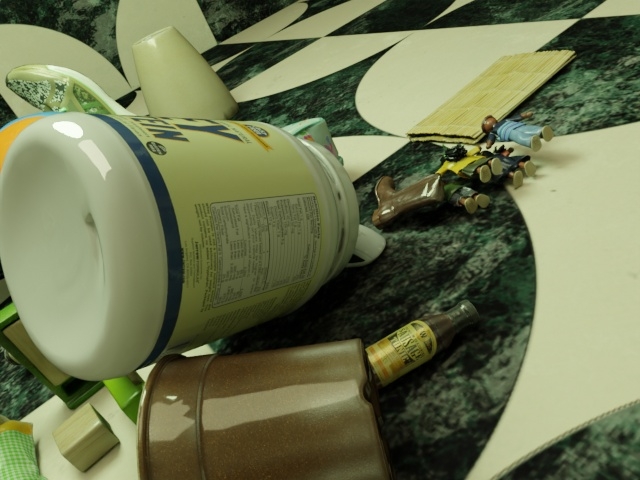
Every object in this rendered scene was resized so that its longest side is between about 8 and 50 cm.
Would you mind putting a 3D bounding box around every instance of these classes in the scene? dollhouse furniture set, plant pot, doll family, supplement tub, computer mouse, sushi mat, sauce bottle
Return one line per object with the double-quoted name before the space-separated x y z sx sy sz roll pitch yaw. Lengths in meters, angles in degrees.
"dollhouse furniture set" -0.356 0.208 0.568 0.301 0.151 0.197 -40 34 -23
"plant pot" -0.031 0.157 0.422 0.165 0.167 0.167 -13 32 4
"doll family" 0.226 -0.114 0.727 0.193 0.076 0.111 -27 26 -13
"supplement tub" -0.129 -0.011 0.561 0.235 0.235 0.325 2 9 38
"computer mouse" 0.000 0.000 0.737 0.193 0.042 0.106 -2 37 33
"sushi mat" 0.308 -0.262 0.938 0.316 0.019 0.151 -40 32 -24
"plant pot" -0.406 -0.451 1.490 0.256 0.274 0.256 -18 32 11
"sauce bottle" 0.096 0.100 0.517 0.128 0.042 0.042 -31 31 -7

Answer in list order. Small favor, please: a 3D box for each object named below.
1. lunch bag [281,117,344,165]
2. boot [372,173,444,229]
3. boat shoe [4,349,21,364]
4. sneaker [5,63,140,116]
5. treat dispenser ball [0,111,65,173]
"lunch bag" -0.107 -0.096 0.879 0.279 0.108 0.224 -39 18 -27
"boot" 0.127 -0.073 0.728 0.114 0.037 0.106 -31 36 40
"boat shoe" -0.469 0.155 0.832 0.049 0.056 0.152 -31 21 0
"sneaker" -0.544 -0.249 1.217 0.158 0.410 0.182 -39 27 52
"treat dispenser ball" -0.495 -0.100 1.004 0.288 0.288 0.288 -18 31 12
